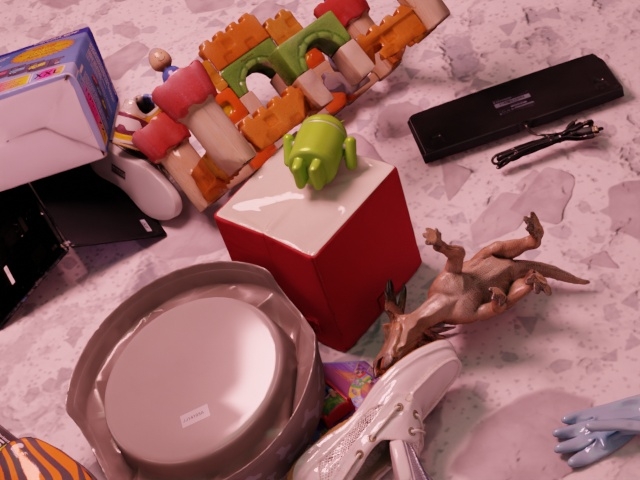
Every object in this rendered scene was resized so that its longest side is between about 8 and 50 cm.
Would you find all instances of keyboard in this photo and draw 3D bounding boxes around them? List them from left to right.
[{"bbox_3d":[0.301,-0.179,2.070,0.317,0.033,0.201,-19,38,1],"label":"keyboard"}]

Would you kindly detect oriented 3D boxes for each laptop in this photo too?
[{"bbox_3d":[-0.412,-0.002,2.152,0.264,0.136,0.234,-48,45,7],"label":"laptop"}]

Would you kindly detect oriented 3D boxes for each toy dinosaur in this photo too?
[{"bbox_3d":[0.195,0.067,1.813,0.296,0.200,0.127,-13,68,-27],"label":"toy dinosaur"}]

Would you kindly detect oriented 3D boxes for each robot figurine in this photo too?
[{"bbox_3d":[-0.003,-0.119,1.813,0.101,0.067,0.115,2,48,19],"label":"robot figurine"}]

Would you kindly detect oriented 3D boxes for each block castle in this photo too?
[{"bbox_3d":[-0.060,-0.266,2.037,0.453,0.303,0.213,-38,90,-19],"label":"block castle"}]

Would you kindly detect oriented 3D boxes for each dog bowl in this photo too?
[{"bbox_3d":[-0.151,0.195,1.781,0.349,0.102,0.348,-14,50,16],"label":"dog bowl"}]

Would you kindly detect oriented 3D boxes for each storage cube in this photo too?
[{"bbox_3d":[0.000,0.000,1.883,0.184,0.193,0.215,23,57,35],"label":"storage cube"}]

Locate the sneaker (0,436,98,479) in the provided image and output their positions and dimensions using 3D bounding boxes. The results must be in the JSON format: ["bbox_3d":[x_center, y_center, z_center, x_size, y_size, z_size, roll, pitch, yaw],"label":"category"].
[{"bbox_3d":[-0.274,0.338,1.586,0.125,0.180,0.321,-33,70,-20],"label":"sneaker"}]

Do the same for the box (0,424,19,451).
[{"bbox_3d":[-0.399,0.379,1.747,0.270,0.060,0.216,27,60,36],"label":"box"}]

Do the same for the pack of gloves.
[{"bbox_3d":[0.394,0.246,1.618,0.232,0.046,0.195,-17,44,3],"label":"pack of gloves"}]

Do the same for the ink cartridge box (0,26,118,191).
[{"bbox_3d":[-0.480,-0.213,2.222,0.270,0.151,0.395,-18,19,2],"label":"ink cartridge box"}]

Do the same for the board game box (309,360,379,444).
[{"bbox_3d":[-0.006,0.202,1.803,0.169,0.033,0.133,-4,46,15],"label":"board game box"}]

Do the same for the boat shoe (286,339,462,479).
[{"bbox_3d":[0.088,0.240,1.696,0.277,0.098,0.096,-44,52,-13],"label":"boat shoe"}]

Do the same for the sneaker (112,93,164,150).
[{"bbox_3d":[-0.261,-0.190,2.177,0.070,0.083,0.185,16,14,16],"label":"sneaker"}]

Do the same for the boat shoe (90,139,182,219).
[{"bbox_3d":[-0.275,-0.106,2.158,0.070,0.077,0.219,-20,43,-39],"label":"boat shoe"}]

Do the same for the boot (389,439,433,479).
[{"bbox_3d":[0.144,0.313,1.600,0.086,0.069,0.190,-16,71,-5],"label":"boot"}]
